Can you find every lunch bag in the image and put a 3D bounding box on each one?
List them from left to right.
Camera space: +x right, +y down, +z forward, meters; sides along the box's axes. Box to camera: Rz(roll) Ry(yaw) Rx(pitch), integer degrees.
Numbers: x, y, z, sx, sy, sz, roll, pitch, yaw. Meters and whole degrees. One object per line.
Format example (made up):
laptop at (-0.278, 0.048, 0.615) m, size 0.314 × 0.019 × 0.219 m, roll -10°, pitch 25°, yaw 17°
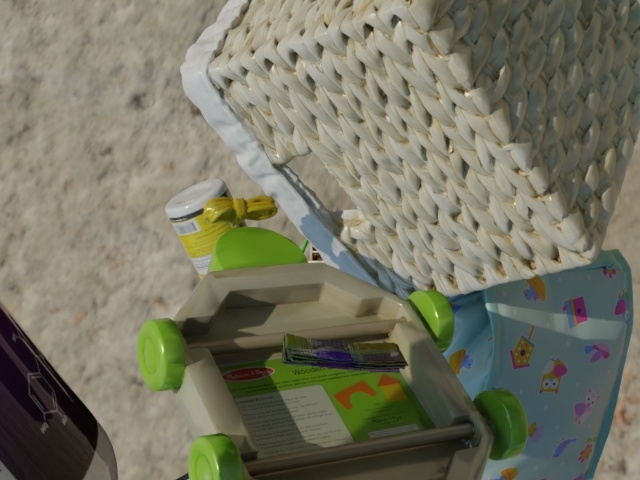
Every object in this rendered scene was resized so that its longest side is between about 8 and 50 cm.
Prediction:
lunch bag at (0.204, 0.128, 1.343) m, size 0.223 × 0.160 × 0.262 m, roll -4°, pitch 118°, yaw -33°

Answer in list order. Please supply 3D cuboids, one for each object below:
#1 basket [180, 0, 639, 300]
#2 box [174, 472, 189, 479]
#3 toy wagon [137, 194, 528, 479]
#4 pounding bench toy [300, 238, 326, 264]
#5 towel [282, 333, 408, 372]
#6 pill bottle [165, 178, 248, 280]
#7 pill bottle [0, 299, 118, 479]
basket at (0.110, -0.160, 1.190) m, size 0.266 × 0.331 × 0.328 m, roll -13°, pitch 126°, yaw 42°
box at (-0.060, 0.296, 1.612) m, size 0.175 × 0.051 × 0.220 m, roll -32°, pitch 155°, yaw 31°
toy wagon at (-0.008, 0.095, 1.015) m, size 0.267 × 0.344 × 0.068 m, roll -4°, pitch 132°, yaw -29°
pounding bench toy at (0.000, 0.000, 1.780) m, size 0.083 × 0.052 × 0.065 m, roll 0°, pitch 93°, yaw 19°
towel at (0.016, 0.076, 0.867) m, size 0.083 × 0.060 × 0.009 m, roll 5°, pitch 100°, yaw -2°
pill bottle at (-0.097, 0.004, 1.235) m, size 0.065 × 0.065 × 0.116 m, roll -18°, pitch 110°, yaw 18°
pill bottle at (-0.218, 0.083, 0.582) m, size 0.182 × 0.181 × 0.323 m, roll -25°, pitch 113°, yaw 22°
